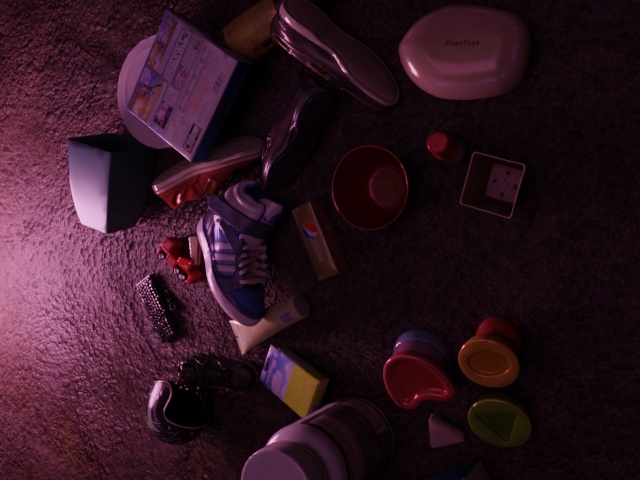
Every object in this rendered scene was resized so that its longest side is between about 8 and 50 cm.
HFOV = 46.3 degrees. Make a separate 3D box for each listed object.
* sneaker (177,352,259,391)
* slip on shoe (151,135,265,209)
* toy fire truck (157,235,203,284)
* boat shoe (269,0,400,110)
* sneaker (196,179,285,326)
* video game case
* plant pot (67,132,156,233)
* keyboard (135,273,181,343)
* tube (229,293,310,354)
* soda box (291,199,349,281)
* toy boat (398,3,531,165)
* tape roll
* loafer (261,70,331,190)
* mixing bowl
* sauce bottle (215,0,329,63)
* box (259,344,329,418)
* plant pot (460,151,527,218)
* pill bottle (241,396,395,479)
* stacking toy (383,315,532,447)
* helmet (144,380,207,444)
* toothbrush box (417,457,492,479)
[{"bbox_3d":[-0.271,0.343,1.896,0.227,0.130,0.087,8,101,27],"label":"sneaker"},{"bbox_3d":[-0.267,-0.169,1.864,0.331,0.123,0.101,-22,118,24],"label":"slip on shoe"},{"bbox_3d":[-0.329,0.037,1.944,0.192,0.047,0.135,42,113,21],"label":"toy fire truck"},{"bbox_3d":[0.030,-0.392,1.634,0.324,0.117,0.097,39,139,-6],"label":"boat shoe"},{"bbox_3d":[-0.164,0.014,1.783,0.236,0.130,0.323,-39,64,33],"label":"sneaker"},{"bbox_3d":[-0.316,-0.363,1.770,0.244,0.061,0.270,39,114,20],"label":"video game case"},{"bbox_3d":[-0.560,-0.148,1.995,0.165,0.165,0.234,19,110,27],"label":"plant pot"},{"bbox_3d":[-0.437,0.181,2.035,0.108,0.023,0.180,-32,80,28],"label":"keyboard"},{"bbox_3d":[-0.130,0.200,1.845,0.240,0.062,0.070,-30,36,34],"label":"tube"},{"bbox_3d":[0.000,0.000,1.742,0.058,0.061,0.181,-26,82,29],"label":"soda box"},{"bbox_3d":[0.278,-0.314,1.520,0.267,0.148,0.318,13,94,23],"label":"toy boat"},{"bbox_3d":[-0.379,-0.374,1.901,0.286,0.100,0.286,4,97,30],"label":"tape roll"},{"bbox_3d":[-0.066,-0.250,1.722,0.095,0.109,0.303,57,137,30],"label":"loafer"},{"bbox_3d":[0.127,-0.116,1.636,0.181,0.098,0.182,3,96,30],"label":"mixing bowl"},{"bbox_3d":[-0.087,-0.516,1.711,0.344,0.111,0.111,-25,82,31],"label":"sauce bottle"},{"bbox_3d":[-0.066,0.338,1.807,0.178,0.042,0.109,31,109,40],"label":"box"},{"bbox_3d":[0.358,-0.112,1.505,0.109,0.096,0.109,19,103,27],"label":"plant pot"},{"bbox_3d":[0.000,0.478,1.617,0.204,0.361,0.204,3,96,30],"label":"pill bottle"},{"bbox_3d":[0.311,0.296,1.599,0.308,0.130,0.280,-13,114,33],"label":"stacking toy"},{"bbox_3d":[-0.376,0.447,1.947,0.169,0.169,0.162,-6,77,30],"label":"helmet"},{"bbox_3d":[0.255,0.633,1.624,0.295,0.126,0.216,-30,80,30],"label":"toothbrush box"}]
